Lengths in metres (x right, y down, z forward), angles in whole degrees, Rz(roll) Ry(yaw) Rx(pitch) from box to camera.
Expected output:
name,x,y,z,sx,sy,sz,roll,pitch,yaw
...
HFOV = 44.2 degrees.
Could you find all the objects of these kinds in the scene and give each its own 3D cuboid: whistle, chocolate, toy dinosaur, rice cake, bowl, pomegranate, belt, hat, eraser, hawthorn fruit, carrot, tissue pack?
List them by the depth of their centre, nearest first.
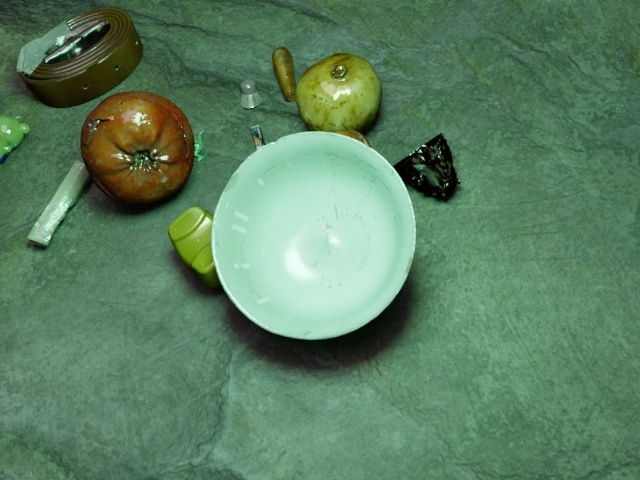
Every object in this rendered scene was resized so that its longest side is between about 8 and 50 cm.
name,x,y,z,sx,sy,sz,roll,pitch,yaw
bowl,0.000,0.000,1.693,0.434,0.196,0.435,-2,81,12
tissue pack,-0.255,0.021,1.791,0.123,0.127,0.178,-39,61,-6
chocolate,0.256,-0.156,1.829,0.156,0.156,0.133,-34,89,-11
hawthorn fruit,-0.435,-0.247,1.907,0.276,0.276,0.307,-13,34,1
pomegranate,0.043,-0.354,1.914,0.215,0.215,0.215,-4,60,6
rice cake,-0.637,-0.096,1.955,0.057,0.052,0.256,17,64,14
eraser,-0.157,-0.257,1.996,0.027,0.019,0.099,-17,60,-2
toy dinosaur,-0.308,-0.240,2.008,0.062,0.021,0.083,36,74,17
whistle,-0.851,-0.241,2.053,0.105,0.085,0.227,20,63,19
hat,-0.186,-0.388,2.063,0.058,0.042,0.087,-7,60,5
carrot,-0.092,-0.437,2.076,0.055,0.055,0.162,-13,66,1
belt,-0.655,-0.503,2.155,0.338,0.122,0.217,-35,62,-12

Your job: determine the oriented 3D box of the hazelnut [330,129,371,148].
name,x,y,z,sx,sy,sz,roll,pitch,yaw
hazelnut,0.045,-0.168,1.839,0.182,0.182,0.182,-4,60,6
